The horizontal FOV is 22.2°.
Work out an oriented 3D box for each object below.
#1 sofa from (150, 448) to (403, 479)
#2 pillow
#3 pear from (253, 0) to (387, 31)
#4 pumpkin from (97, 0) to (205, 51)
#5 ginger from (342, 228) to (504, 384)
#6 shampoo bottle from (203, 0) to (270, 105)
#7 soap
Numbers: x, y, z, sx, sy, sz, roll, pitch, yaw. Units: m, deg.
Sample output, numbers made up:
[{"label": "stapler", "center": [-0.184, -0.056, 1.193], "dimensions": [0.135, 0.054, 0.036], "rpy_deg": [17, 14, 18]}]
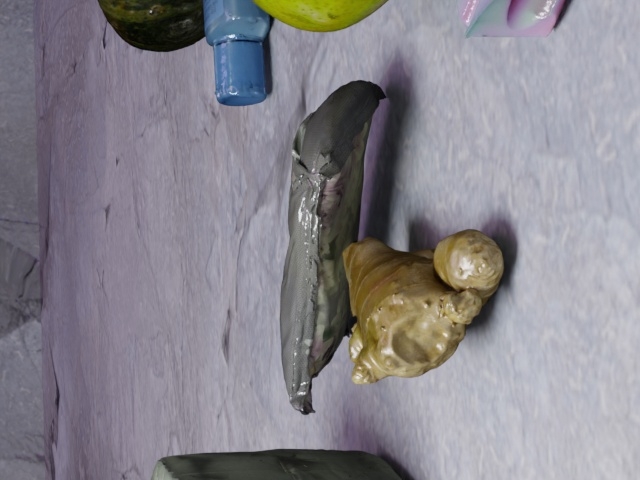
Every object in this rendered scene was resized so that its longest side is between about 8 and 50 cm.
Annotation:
[{"label": "sofa", "center": [-0.034, 0.284, 1.272], "dimensions": [0.176, 0.210, 0.225], "rpy_deg": [-139, 55, -65]}, {"label": "pillow", "center": [0.000, 0.000, 1.290], "dimensions": [0.169, 0.059, 0.255], "rpy_deg": [-68, -14, -59]}, {"label": "pear", "center": [0.004, -0.240, 1.166], "dimensions": [0.220, 0.187, 0.187], "rpy_deg": [114, 150, -57]}, {"label": "pumpkin", "center": [-0.179, -0.313, 1.777], "dimensions": [0.223, 0.157, 0.224], "rpy_deg": [166, 90, -83]}, {"label": "ginger", "center": [0.061, 0.050, 1.151], "dimensions": [0.205, 0.081, 0.115], "rpy_deg": [169, 112, -72]}, {"label": "shampoo bottle", "center": [-0.087, -0.263, 1.639], "dimensions": [0.104, 0.061, 0.258], "rpy_deg": [150, 118, -69]}, {"label": "soap", "center": [0.124, -0.197, 0.987], "dimensions": [0.149, 0.056, 0.100], "rpy_deg": [108, 156, -45]}]
